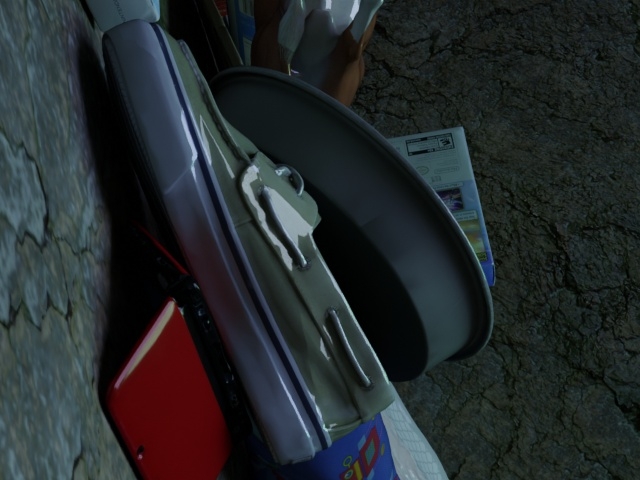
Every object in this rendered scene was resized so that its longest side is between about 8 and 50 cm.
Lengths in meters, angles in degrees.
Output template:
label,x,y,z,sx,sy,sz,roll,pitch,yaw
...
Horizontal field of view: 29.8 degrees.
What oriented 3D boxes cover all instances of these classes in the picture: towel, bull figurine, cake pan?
label,x,y,z,sx,sy,sz,roll,pitch,yaw
towel,0.097,0.293,1.384,0.332,0.053,0.317,60,13,-10
bull figurine,-0.002,-0.220,0.970,0.188,0.101,0.310,109,-16,-49
cake pan,0.000,0.000,0.919,0.293,0.054,0.293,37,-24,19

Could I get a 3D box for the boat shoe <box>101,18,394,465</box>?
label,x,y,z,sx,sy,sz,roll,pitch,yaw
boat shoe,-0.048,-0.005,0.773,0.302,0.094,0.109,67,-12,-10

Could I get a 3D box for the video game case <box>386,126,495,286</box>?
label,x,y,z,sx,sy,sz,roll,pitch,yaw
video game case,0.087,-0.029,1.664,0.061,0.270,0.244,77,5,-53

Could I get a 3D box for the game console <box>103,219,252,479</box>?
label,x,y,z,sx,sy,sz,roll,pitch,yaw
game console,-0.101,0.082,0.723,0.124,0.085,0.144,40,-25,42

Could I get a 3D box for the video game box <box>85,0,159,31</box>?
label,x,y,z,sx,sy,sz,roll,pitch,yaw
video game box,-0.149,-0.269,0.751,0.187,0.048,0.205,69,11,-56

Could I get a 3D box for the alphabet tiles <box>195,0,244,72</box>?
label,x,y,z,sx,sy,sz,roll,pitch,yaw
alphabet tiles,-0.061,-0.097,1.157,0.285,0.011,0.342,74,-7,-49

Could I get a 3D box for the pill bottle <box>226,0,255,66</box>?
label,x,y,z,sx,sy,sz,roll,pitch,yaw
pill bottle,-0.030,-0.206,1.222,0.221,0.124,0.124,87,-3,-49

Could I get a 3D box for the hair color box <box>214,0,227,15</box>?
label,x,y,z,sx,sy,sz,roll,pitch,yaw
hair color box,-0.113,-0.309,1.244,0.167,0.053,0.093,57,24,-75

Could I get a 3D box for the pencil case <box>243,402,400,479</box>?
label,x,y,z,sx,sy,sz,roll,pitch,yaw
pencil case,-0.015,0.146,0.962,0.119,0.133,0.306,-49,145,-26
